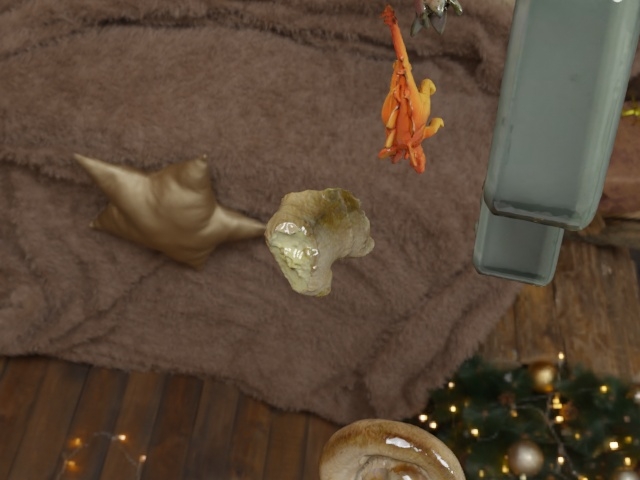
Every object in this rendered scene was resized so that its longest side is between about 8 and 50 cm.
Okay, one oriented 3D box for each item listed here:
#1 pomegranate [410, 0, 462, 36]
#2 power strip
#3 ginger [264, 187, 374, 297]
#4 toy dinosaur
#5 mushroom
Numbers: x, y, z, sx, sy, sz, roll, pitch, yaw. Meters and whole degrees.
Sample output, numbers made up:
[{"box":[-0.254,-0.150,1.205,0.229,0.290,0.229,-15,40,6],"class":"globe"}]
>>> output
[{"box":[0.112,-0.299,0.779,0.129,0.129,0.159,-26,99,34],"class":"pomegranate"},{"box":[0.135,-0.070,0.457,0.059,0.265,0.193,10,111,11],"class":"power strip"},{"box":[0.000,0.000,1.445,0.276,0.221,0.130,4,159,-43],"class":"ginger"},{"box":[0.106,-0.157,0.935,0.071,0.117,0.288,6,153,17],"class":"toy dinosaur"},{"box":[0.132,0.436,1.335,0.279,0.146,0.278,10,119,19],"class":"mushroom"}]
